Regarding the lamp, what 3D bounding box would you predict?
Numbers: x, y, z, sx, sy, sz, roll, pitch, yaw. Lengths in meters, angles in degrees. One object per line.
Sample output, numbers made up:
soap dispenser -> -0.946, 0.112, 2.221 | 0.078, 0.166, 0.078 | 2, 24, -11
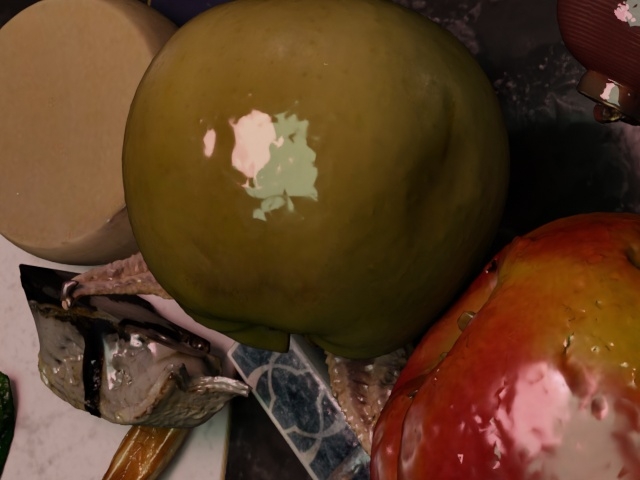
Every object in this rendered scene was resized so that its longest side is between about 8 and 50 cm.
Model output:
lamp -> 0.283, -0.206, 1.286 | 0.180, 0.180, 0.258 | 32, 99, 28

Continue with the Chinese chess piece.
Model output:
Chinese chess piece -> -0.225, -0.109, 1.585 | 0.273, 0.102, 0.273 | -4, 82, 29

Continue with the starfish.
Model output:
starfish -> 0.002, 0.000, 1.400 | 0.384, 0.132, 0.398 | 19, 82, 7

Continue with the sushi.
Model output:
sushi -> -0.170, 0.123, 1.492 | 0.273, 0.134, 0.109 | 28, 100, 36

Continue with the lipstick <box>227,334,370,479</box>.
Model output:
lipstick -> 0.028, 0.180, 1.419 | 0.077, 0.076, 0.290 | -49, 61, 22

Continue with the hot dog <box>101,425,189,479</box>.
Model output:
hot dog -> -0.165, 0.202, 1.546 | 0.056, 0.041, 0.133 | 36, 92, 28

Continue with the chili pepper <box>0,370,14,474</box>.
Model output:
chili pepper -> -0.414, 0.236, 1.660 | 0.279, 0.065, 0.122 | -28, 62, 20

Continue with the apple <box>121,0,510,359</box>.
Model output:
apple -> -0.009, -0.053, 1.235 | 0.295, 0.233, 0.258 | 8, 76, 11

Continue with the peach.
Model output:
peach -> 0.258, 0.168, 1.138 | 0.416, 0.339, 0.353 | 38, 87, 4
